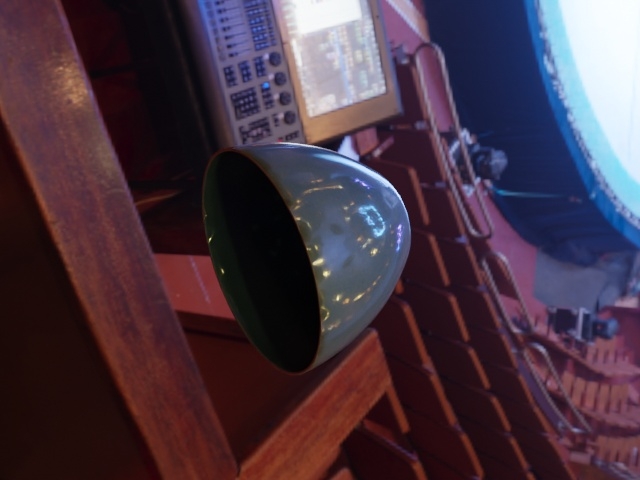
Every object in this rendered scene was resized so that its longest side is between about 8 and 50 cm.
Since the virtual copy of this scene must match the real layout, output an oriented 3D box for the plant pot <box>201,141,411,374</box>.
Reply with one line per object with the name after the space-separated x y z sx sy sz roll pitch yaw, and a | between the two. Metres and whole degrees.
0.000 0.000 0.991 0.195 0.290 0.291 -20 108 -28 | plant pot
